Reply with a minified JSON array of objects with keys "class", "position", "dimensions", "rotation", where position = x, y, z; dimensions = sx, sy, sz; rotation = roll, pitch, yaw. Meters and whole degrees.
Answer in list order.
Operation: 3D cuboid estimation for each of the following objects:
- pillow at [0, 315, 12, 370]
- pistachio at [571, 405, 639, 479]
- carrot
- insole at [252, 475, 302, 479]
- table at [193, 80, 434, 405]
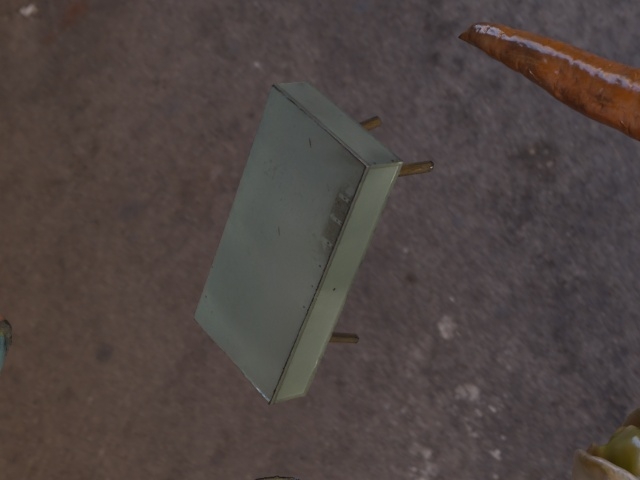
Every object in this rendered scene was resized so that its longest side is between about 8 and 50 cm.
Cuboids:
[{"class":"pillow","position":[-0.238,0.090,0.567],"dimensions":[0.214,0.233,0.086],"rotation":[-35,74,-4]},{"class":"pistachio","position":[0.246,0.210,0.923],"dimensions":[0.144,0.215,0.144],"rotation":[-11,43,11]},{"class":"carrot","position":[0.192,-0.122,0.944],"dimensions":[0.224,0.057,0.057],"rotation":[31,85,31]},{"class":"insole","position":[-0.036,0.173,0.743],"dimensions":[0.064,0.188,0.004],"rotation":[41,54,0]},{"class":"table","position":[0.000,0.000,1.063],"dimensions":[0.121,0.111,0.240],"rotation":[45,128,33]}]
